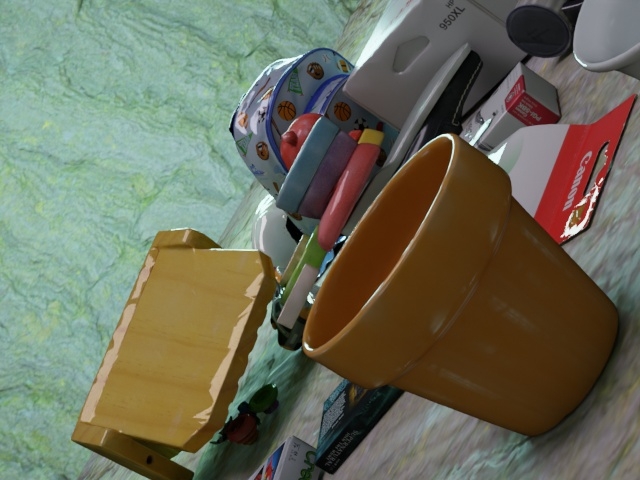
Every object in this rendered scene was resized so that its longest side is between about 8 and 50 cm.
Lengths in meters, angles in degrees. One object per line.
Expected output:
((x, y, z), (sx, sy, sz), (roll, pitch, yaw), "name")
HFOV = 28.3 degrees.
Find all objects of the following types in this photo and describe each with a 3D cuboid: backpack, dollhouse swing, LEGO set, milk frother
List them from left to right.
((-0.152, 0.192, 1.898), (0.305, 0.315, 0.346), (8, 68, 35), "dollhouse swing")
((-0.134, 0.286, 1.957), (0.083, 0.023, 0.054), (-42, 14, 6), "LEGO set")
((0.005, -0.157, 1.960), (0.213, 0.263, 0.276), (-20, 36, 52), "backpack")
((0.276, -0.322, 1.525), (0.129, 0.143, 0.134), (-29, 26, 54), "milk frother")

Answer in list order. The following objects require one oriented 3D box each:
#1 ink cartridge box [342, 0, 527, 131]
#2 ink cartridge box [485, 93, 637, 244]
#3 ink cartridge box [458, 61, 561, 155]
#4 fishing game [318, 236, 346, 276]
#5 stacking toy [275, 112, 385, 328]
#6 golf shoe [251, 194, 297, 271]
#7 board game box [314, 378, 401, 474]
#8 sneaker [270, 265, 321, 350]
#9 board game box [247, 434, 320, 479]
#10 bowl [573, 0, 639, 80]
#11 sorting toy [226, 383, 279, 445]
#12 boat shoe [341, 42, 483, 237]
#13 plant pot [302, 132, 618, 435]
((0.220, -0.369, 1.867), (0.285, 0.166, 0.395), (-45, 15, 51), "ink cartridge box")
((0.208, -0.049, 1.276), (0.225, 0.056, 0.181), (-44, 16, 57), "ink cartridge box")
((0.212, -0.126, 1.473), (0.135, 0.056, 0.099), (-52, 12, 25), "ink cartridge box")
((0.000, 0.000, 2.138), (0.264, 0.041, 0.189), (-53, 14, 21), "fishing game")
((-0.031, -0.044, 1.704), (0.279, 0.130, 0.309), (-63, 0, 7), "stacking toy")
((-0.030, -0.079, 2.323), (0.140, 0.115, 0.306), (-37, 23, 54), "golf shoe")
((0.059, 0.158, 1.411), (0.186, 0.026, 0.126), (-53, 11, 24), "board game box")
((-0.044, 0.101, 1.925), (0.215, 0.084, 0.083), (-103, 37, -78), "sneaker")
((-0.094, 0.377, 1.379), (0.193, 0.053, 0.305), (-50, 12, 37), "board game box")
((0.335, -0.219, 0.962), (0.298, 0.134, 0.298), (-54, 11, 16), "bowl")
((-0.090, 0.253, 1.808), (0.102, 0.042, 0.061), (-47, 23, -14), "sorting toy")
((0.140, -0.115, 1.681), (0.302, 0.091, 0.114), (-58, 4, 4), "boat shoe")
((0.119, 0.052, 0.993), (0.205, 0.188, 0.205), (-54, 10, 14), "plant pot")
